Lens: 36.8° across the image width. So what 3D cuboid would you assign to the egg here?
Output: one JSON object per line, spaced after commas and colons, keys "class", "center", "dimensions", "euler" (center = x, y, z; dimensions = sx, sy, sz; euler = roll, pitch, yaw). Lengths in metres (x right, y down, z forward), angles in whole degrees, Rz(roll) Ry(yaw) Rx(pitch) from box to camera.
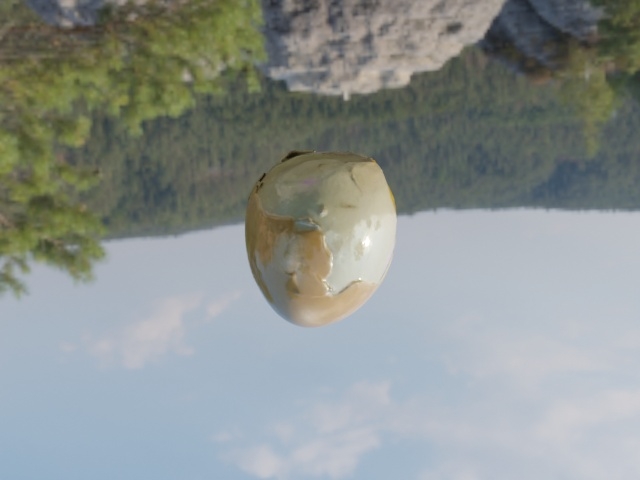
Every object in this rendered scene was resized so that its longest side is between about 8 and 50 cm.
{"class": "egg", "center": [0.000, 0.000, 0.443], "dimensions": [0.071, 0.083, 0.071], "euler": [2, -169, 0]}
